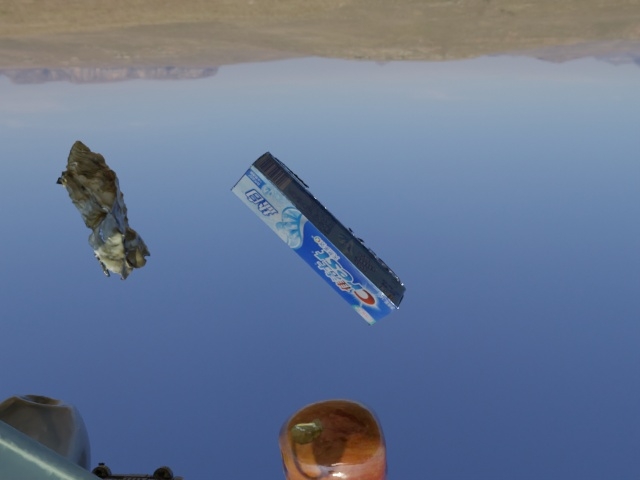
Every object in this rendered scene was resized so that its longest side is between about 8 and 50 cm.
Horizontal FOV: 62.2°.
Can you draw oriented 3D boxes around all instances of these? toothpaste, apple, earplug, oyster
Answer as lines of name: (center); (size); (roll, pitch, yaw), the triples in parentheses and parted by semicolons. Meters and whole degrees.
toothpaste: (0.000, 0.000, 0.724); (0.066, 0.272, 0.053); (-40, -171, 39)
apple: (0.025, 0.468, 1.173); (0.240, 0.242, 0.242); (-8, -161, 2)
earplug: (-0.465, 0.342, 0.700); (0.325, 0.175, 0.214); (-35, -162, -32)
oyster: (-0.485, -0.085, 1.214); (0.107, 0.355, 0.201); (-33, 174, 13)

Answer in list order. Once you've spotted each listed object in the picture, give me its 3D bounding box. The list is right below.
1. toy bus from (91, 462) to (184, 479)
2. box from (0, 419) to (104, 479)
toy bus: (-0.582, 0.776, 1.530); (0.365, 0.202, 0.177); (-4, 178, 11)
box: (-0.250, 0.265, 0.355); (0.117, 0.225, 0.225); (-6, -133, 17)
